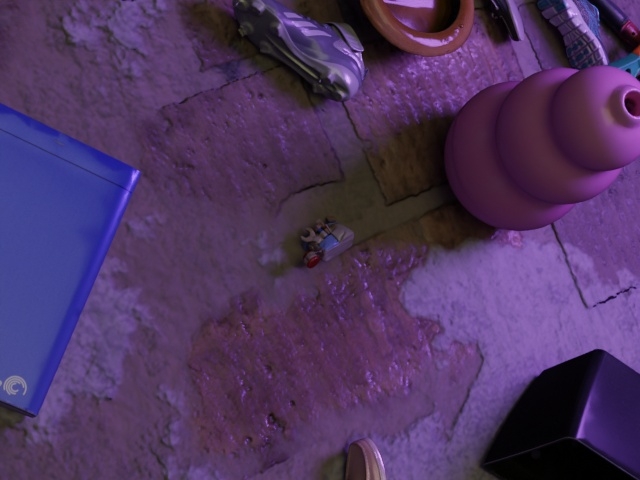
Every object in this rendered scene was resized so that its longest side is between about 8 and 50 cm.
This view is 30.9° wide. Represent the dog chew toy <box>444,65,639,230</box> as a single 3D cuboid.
[{"bbox_3d":[0.304,-0.131,1.508,0.207,0.332,0.206,5,77,-24],"label":"dog chew toy"}]

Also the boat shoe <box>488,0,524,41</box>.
[{"bbox_3d":[0.263,-0.347,1.698,0.125,0.038,0.046,68,22,-5],"label":"boat shoe"}]

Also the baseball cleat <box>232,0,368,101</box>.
[{"bbox_3d":[-0.024,-0.274,1.547,0.206,0.072,0.109,43,52,-16],"label":"baseball cleat"}]

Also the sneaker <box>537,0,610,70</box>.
[{"bbox_3d":[0.399,-0.320,1.741,0.076,0.065,0.166,-33,97,-32],"label":"sneaker"}]

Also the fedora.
[{"bbox_3d":[0.121,-0.332,1.608,0.194,0.079,0.194,7,75,-29],"label":"fedora"}]

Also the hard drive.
[{"bbox_3d":[-0.364,0.017,1.340,0.210,0.040,0.318,26,70,-18],"label":"hard drive"}]

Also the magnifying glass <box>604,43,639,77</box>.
[{"bbox_3d":[0.459,-0.254,1.733,0.231,0.026,0.092,-46,141,-16],"label":"magnifying glass"}]

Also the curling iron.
[{"bbox_3d":[0.466,-0.317,1.783,0.068,0.035,0.274,-42,98,-25],"label":"curling iron"}]

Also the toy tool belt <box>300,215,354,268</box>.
[{"bbox_3d":[0.000,0.000,1.509,0.083,0.052,0.051,-30,61,-29],"label":"toy tool belt"}]

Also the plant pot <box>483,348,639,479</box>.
[{"bbox_3d":[0.363,0.258,1.548,0.188,0.187,0.167,34,56,-14],"label":"plant pot"}]

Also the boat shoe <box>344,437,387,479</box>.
[{"bbox_3d":[0.045,0.333,1.447,0.059,0.063,0.170,3,79,-29],"label":"boat shoe"}]
